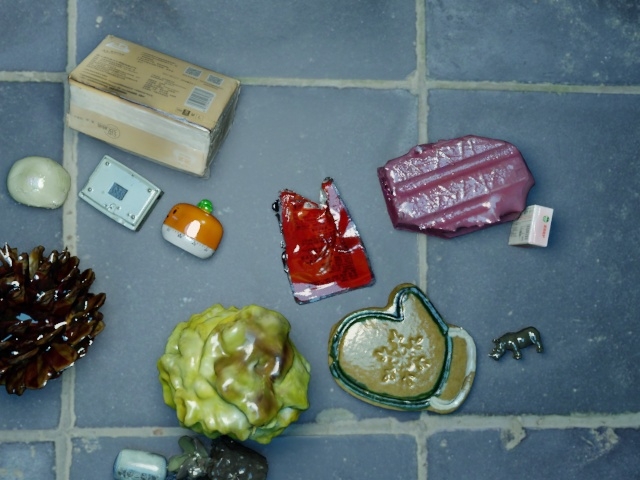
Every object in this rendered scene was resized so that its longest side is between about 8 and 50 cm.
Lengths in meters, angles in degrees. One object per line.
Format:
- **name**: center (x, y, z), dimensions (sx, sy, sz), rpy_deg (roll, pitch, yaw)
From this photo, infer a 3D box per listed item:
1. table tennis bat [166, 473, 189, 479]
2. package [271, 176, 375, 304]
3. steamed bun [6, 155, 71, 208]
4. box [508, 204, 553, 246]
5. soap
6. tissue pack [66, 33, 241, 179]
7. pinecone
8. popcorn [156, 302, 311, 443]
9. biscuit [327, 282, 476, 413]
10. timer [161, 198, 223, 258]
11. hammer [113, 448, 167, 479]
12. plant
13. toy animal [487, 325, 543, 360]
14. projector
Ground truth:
- **table tennis bat**: center (-0.303, 0.517, 1.481), dimensions (0.083, 0.007, 0.050), rpy_deg (-22, 90, -6)
- **package**: center (0.000, 0.000, 1.494), dimensions (0.194, 0.071, 0.269), rpy_deg (-14, 93, 10)
- **steamed bun**: center (-0.617, -0.129, 1.439), dimensions (0.130, 0.091, 0.112), rpy_deg (14, 85, -3)
- **box**: center (0.475, -0.030, 1.500), dimensions (0.043, 0.125, 0.089), rpy_deg (12, 88, -4)
- **soap**: center (0.307, -0.122, 1.485), dimensions (0.325, 0.127, 0.220), rpy_deg (-17, 87, -1)
- **tissue pack**: center (-0.359, -0.264, 1.427), dimensions (0.306, 0.238, 0.238), rpy_deg (20, 87, -3)
- **pinecone**: center (-0.595, 0.147, 1.355), dimensions (0.298, 0.242, 0.295), rpy_deg (-25, 92, 1)
- **popcorn**: center (-0.185, 0.277, 1.369), dimensions (0.312, 0.312, 0.312), rpy_deg (0, 88, -4)
- **biscuit**: center (0.192, 0.242, 1.503), dimensions (0.344, 0.057, 0.287), rpy_deg (14, 87, -4)
- **timer**: center (-0.275, -0.034, 1.457), dimensions (0.136, 0.099, 0.136), rpy_deg (-2, 98, -12)
- **hammer**: center (-0.404, 0.557, 1.450), dimensions (0.116, 0.069, 0.193), rpy_deg (11, 95, -4)
- **plant**: center (-0.221, 0.493, 1.421), dimensions (0.203, 0.142, 0.131), rpy_deg (29, 94, -9)
- **toy animal**: center (0.448, 0.243, 1.529), dimensions (0.136, 0.047, 0.065), rpy_deg (-17, 84, -3)
- **projector**: center (-0.442, -0.104, 1.467), dimensions (0.147, 0.061, 0.115), rpy_deg (33, 88, -2)
